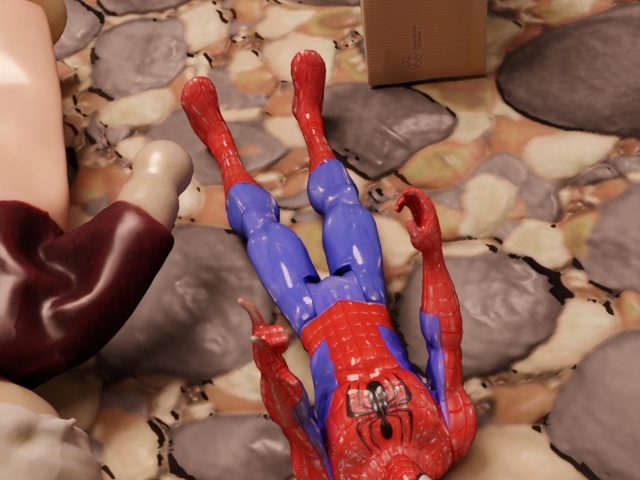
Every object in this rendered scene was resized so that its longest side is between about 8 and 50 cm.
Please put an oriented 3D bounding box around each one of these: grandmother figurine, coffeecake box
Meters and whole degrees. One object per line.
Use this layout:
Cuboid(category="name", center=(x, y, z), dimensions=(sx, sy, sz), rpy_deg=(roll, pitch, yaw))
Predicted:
Cuboid(category="grandmother figurine", center=(-0.155, 0.008, 0.617), dimensions=(0.207, 0.104, 0.342), rpy_deg=(-23, 51, 12))
Cuboid(category="coffeecake box", center=(0.048, -0.202, 0.736), dimensions=(0.068, 0.142, 0.186), rpy_deg=(-5, 48, 2))

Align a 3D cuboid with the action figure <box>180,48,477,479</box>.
Cuboid(category="action figure", center=(0.000, 0.000, 0.577), dimensions=(0.091, 0.139, 0.280), rpy_deg=(-16, 52, -6))
